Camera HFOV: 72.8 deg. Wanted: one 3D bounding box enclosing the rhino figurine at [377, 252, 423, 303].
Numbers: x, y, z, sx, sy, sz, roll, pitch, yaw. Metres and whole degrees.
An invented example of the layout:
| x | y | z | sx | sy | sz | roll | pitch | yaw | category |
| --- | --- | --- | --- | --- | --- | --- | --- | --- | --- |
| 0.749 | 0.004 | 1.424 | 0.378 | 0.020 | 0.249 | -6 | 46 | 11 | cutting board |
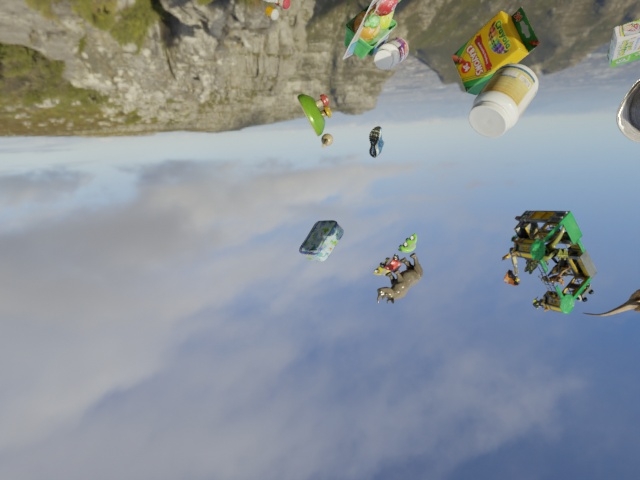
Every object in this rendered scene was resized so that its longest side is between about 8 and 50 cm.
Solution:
| x | y | z | sx | sy | sz | roll | pitch | yaw | category |
| --- | --- | --- | --- | --- | --- | --- | --- | --- | --- |
| 0.300 | 0.159 | 1.647 | 0.243 | 0.106 | 0.073 | -39 | -169 | -23 | rhino figurine |

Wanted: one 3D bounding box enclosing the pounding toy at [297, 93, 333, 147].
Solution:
| x | y | z | sx | sy | sz | roll | pitch | yaw | category |
| --- | --- | --- | --- | --- | --- | --- | --- | --- | --- |
| 0.007 | -0.509 | 1.778 | 0.110 | 0.237 | 0.183 | -27 | -169 | 10 | pounding toy |

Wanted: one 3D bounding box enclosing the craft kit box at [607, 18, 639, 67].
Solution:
| x | y | z | sx | sy | sz | roll | pitch | yaw | category |
| --- | --- | --- | --- | --- | --- | --- | --- | --- | --- |
| 1.085 | -0.667 | 1.405 | 0.246 | 0.061 | 0.249 | -9 | 176 | 30 | craft kit box |

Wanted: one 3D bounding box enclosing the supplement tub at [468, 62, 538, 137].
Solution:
| x | y | z | sx | sy | sz | roll | pitch | yaw | category |
| --- | --- | --- | --- | --- | --- | --- | --- | --- | --- |
| 0.561 | -0.430 | 1.341 | 0.144 | 0.144 | 0.200 | 15 | -120 | 51 | supplement tub |

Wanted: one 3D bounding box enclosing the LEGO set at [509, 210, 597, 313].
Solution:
| x | y | z | sx | sy | sz | roll | pitch | yaw | category |
| --- | --- | --- | --- | --- | --- | --- | --- | --- | --- |
| 0.699 | 0.058 | 1.383 | 0.255 | 0.331 | 0.192 | -49 | -160 | -13 | LEGO set |

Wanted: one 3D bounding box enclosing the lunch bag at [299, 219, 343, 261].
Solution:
| x | y | z | sx | sy | sz | roll | pitch | yaw | category |
| --- | --- | --- | --- | --- | --- | --- | --- | --- | --- |
| 0.000 | 0.000 | 2.179 | 0.176 | 0.090 | 0.219 | 6 | -123 | 51 | lunch bag |

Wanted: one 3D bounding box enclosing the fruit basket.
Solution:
| x | y | z | sx | sy | sz | roll | pitch | yaw | category |
| --- | --- | --- | --- | --- | --- | --- | --- | --- | --- |
| 0.252 | -0.952 | 1.826 | 0.327 | 0.165 | 0.353 | -51 | -174 | -29 | fruit basket |

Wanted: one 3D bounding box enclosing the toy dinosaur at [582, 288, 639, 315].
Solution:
| x | y | z | sx | sy | sz | roll | pitch | yaw | category |
| --- | --- | --- | --- | --- | --- | --- | --- | --- | --- |
| 0.749 | 0.147 | 1.028 | 0.211 | 0.064 | 0.112 | -32 | 160 | 15 | toy dinosaur |

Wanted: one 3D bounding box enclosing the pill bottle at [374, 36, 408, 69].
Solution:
| x | y | z | sx | sy | sz | roll | pitch | yaw | category |
| --- | --- | --- | --- | --- | --- | --- | --- | --- | --- |
| 0.308 | -0.817 | 1.909 | 0.108 | 0.108 | 0.193 | 5 | -144 | 30 | pill bottle |

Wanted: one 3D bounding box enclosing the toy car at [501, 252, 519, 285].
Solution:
| x | y | z | sx | sy | sz | roll | pitch | yaw | category |
| --- | --- | --- | --- | --- | --- | --- | --- | --- | --- |
| 0.654 | 0.106 | 1.502 | 0.040 | 0.060 | 0.122 | -41 | -161 | 43 | toy car |

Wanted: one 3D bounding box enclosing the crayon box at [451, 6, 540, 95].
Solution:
| x | y | z | sx | sy | sz | roll | pitch | yaw | category |
| --- | --- | --- | --- | --- | --- | --- | --- | --- | --- |
| 0.720 | -0.793 | 1.813 | 0.081 | 0.202 | 0.318 | 0 | 156 | -36 | crayon box |

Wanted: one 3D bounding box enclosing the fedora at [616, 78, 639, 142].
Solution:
| x | y | z | sx | sy | sz | roll | pitch | yaw | category |
| --- | --- | --- | --- | --- | --- | --- | --- | --- | --- |
| 1.189 | -0.465 | 1.485 | 0.275 | 0.243 | 0.124 | -45 | -164 | 13 | fedora |

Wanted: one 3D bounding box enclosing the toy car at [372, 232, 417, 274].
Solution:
| x | y | z | sx | sy | sz | roll | pitch | yaw | category |
| --- | --- | --- | --- | --- | --- | --- | --- | --- | --- |
| 0.327 | 0.061 | 1.784 | 0.225 | 0.053 | 0.239 | -44 | 178 | -13 | toy car |

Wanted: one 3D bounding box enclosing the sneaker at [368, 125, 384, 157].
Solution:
| x | y | z | sx | sy | sz | roll | pitch | yaw | category |
| --- | --- | --- | --- | --- | --- | --- | --- | --- | --- |
| 0.284 | -0.497 | 2.165 | 0.063 | 0.162 | 0.073 | 33 | -131 | 30 | sneaker |

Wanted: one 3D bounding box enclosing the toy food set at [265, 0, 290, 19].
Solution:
| x | y | z | sx | sy | sz | roll | pitch | yaw | category |
| --- | --- | --- | --- | --- | --- | --- | --- | --- | --- |
| -0.136 | -0.899 | 1.535 | 0.104 | 0.232 | 0.111 | 34 | -126 | 22 | toy food set |
